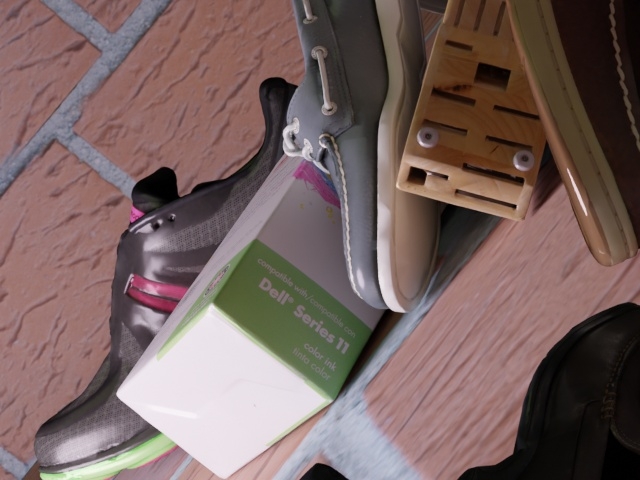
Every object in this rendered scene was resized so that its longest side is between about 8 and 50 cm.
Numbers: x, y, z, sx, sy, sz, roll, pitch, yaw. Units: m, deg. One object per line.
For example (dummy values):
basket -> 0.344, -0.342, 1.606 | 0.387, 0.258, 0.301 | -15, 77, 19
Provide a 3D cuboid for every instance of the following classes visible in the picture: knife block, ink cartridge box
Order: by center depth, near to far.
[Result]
knife block -> 0.124, -0.112, 1.111 | 0.242, 0.088, 0.276 | 91, -165, -69
ink cartridge box -> 0.000, 0.000, 1.242 | 0.207, 0.119, 0.353 | -42, 12, 53

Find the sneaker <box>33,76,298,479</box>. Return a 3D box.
sneaker -> -0.131, 0.040, 1.523 | 0.483, 0.202, 0.185 | -51, 7, 2

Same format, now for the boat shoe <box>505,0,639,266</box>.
boat shoe -> 0.169, -0.134, 0.802 | 0.123, 0.123, 0.342 | -13, 40, 17

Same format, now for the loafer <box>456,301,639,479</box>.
loafer -> 0.097, 0.083, 0.538 | 0.061, 0.062, 0.170 | 6, 38, 34

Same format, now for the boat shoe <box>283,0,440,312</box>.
boat shoe -> 0.025, -0.085, 1.124 | 0.099, 0.116, 0.320 | -11, 59, 17

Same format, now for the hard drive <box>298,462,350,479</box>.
hard drive -> 0.021, 0.140, 0.512 | 0.022, 0.094, 0.135 | -47, 8, 22

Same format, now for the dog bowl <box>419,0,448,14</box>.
dog bowl -> 0.155, -0.381, 1.407 | 0.349, 0.349, 0.102 | -49, -4, 18
